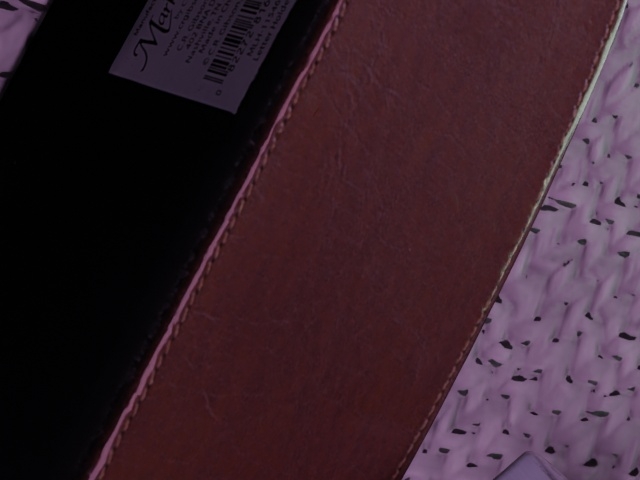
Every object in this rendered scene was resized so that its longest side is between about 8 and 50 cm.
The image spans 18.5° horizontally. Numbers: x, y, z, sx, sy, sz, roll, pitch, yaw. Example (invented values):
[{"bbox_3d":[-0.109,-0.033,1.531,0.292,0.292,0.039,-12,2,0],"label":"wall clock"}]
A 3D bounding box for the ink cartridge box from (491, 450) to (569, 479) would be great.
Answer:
[{"bbox_3d":[-0.012,0.190,0.692,0.232,0.066,0.189,-38,164,-28],"label":"ink cartridge box"}]

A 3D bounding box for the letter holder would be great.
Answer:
[{"bbox_3d":[0.000,0.000,0.728,0.214,0.152,0.302,33,81,-40],"label":"letter holder"}]
